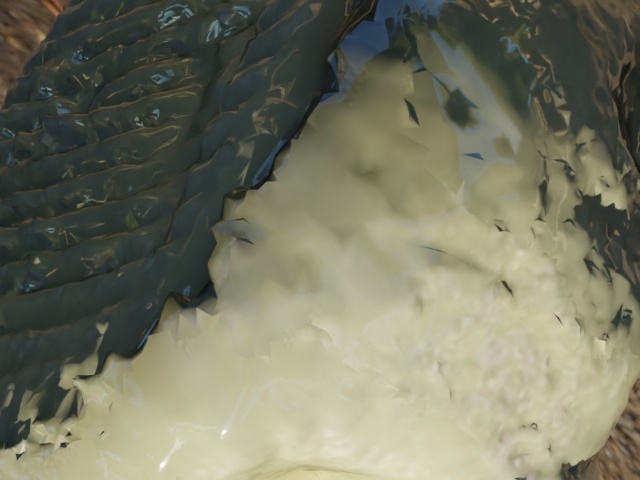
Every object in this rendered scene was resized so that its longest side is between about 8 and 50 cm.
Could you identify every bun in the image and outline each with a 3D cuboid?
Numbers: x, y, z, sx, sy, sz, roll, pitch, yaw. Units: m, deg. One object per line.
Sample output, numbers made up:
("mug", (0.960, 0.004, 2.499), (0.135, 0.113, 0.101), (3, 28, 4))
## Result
("bun", (0.000, 0.000, 0.746), (0.211, 0.360, 0.360), (35, 91, -27))
